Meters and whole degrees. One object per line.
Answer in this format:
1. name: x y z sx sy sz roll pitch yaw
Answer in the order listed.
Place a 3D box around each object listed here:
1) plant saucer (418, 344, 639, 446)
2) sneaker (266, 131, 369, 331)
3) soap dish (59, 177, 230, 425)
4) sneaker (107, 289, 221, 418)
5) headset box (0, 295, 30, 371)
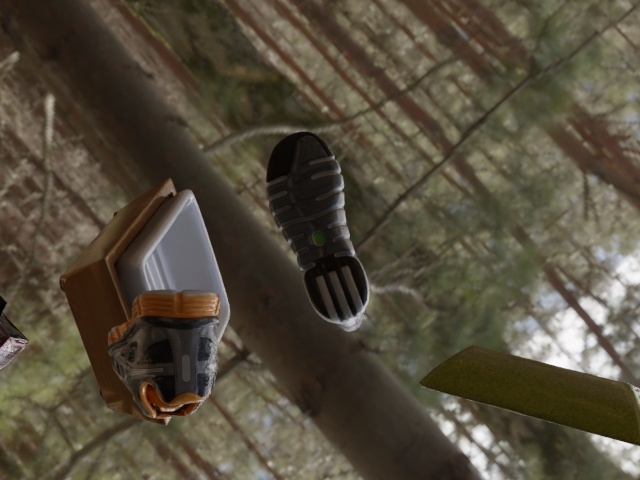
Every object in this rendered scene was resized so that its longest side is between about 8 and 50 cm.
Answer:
1. plant saucer: 0.202 0.131 0.870 0.188 0.189 0.045 25 78 -63
2. sneaker: 0.000 0.000 1.146 0.086 0.228 0.132 -15 158 3
3. soap dish: -0.222 0.073 1.336 0.118 0.228 0.291 -11 -160 13
4. sneaker: -0.123 0.102 0.801 0.084 0.083 0.215 -2 162 -12
5. headset box: -0.212 0.058 0.574 0.083 0.062 0.032 -44 168 -3
